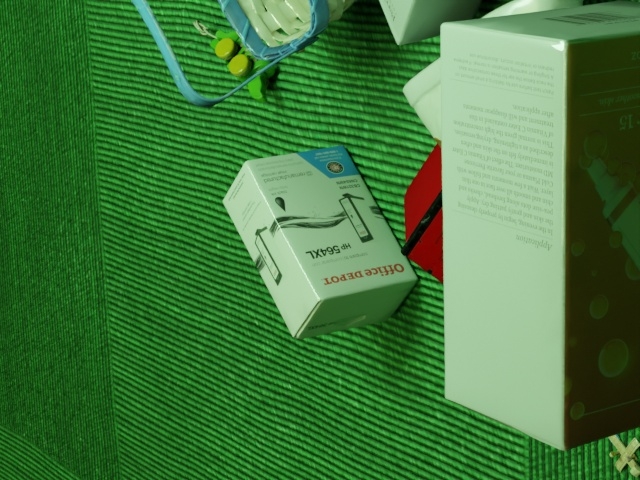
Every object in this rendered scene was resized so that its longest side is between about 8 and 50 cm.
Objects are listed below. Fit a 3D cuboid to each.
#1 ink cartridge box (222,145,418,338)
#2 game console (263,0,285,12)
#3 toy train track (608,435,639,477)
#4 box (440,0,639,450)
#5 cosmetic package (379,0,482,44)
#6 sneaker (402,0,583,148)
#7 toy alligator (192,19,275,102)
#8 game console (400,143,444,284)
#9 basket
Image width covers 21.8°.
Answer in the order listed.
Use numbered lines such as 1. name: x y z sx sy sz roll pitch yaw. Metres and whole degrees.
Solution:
1. ink cartridge box: 0.000 0.000 1.946 0.203 0.148 0.086 61 142 24
2. game console: -0.069 -0.431 2.016 0.213 0.044 0.361 58 143 27
3. toy train track: 0.296 0.205 1.680 0.083 0.014 0.048 56 141 31
4. box: 0.238 -0.023 1.452 0.168 0.215 0.345 20 117 54
5. cosmetic package: 0.075 -0.428 1.658 0.284 0.097 0.377 103 148 -67
6. sneaker: 0.193 -0.162 1.659 0.123 0.106 0.290 63 153 6
7. toy alligator: -0.103 -0.244 2.125 0.051 0.056 0.189 -42 50 5
8. game console: 0.151 -0.036 1.828 0.124 0.085 0.144 36 138 5
9. basket: -0.087 -0.312 1.820 0.254 0.289 0.201 59 156 -5
